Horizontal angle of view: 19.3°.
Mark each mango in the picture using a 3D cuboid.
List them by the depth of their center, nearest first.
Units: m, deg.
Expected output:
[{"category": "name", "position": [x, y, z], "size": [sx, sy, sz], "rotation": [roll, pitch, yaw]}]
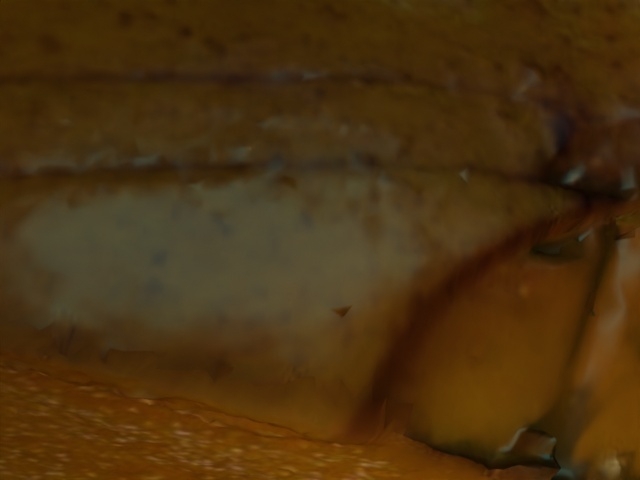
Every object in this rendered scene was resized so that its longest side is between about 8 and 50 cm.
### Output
[{"category": "mango", "position": [0.000, 0.000, 0.490], "size": [0.350, 0.201, 0.199], "rotation": [3, 38, -31]}]
